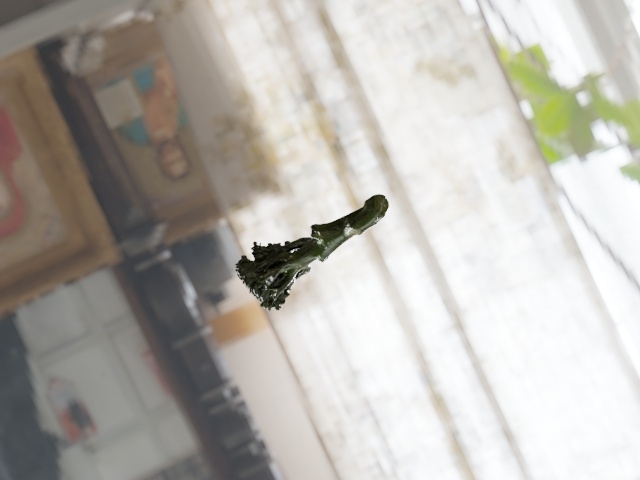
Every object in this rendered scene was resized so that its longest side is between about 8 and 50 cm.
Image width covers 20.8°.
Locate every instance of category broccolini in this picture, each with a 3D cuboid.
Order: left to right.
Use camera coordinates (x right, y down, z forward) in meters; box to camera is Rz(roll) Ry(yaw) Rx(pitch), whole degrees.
[{"bbox_3d":[0.002,0.002,1.633,0.058,0.067,0.216,-4,160,-41],"label":"broccolini"}]
